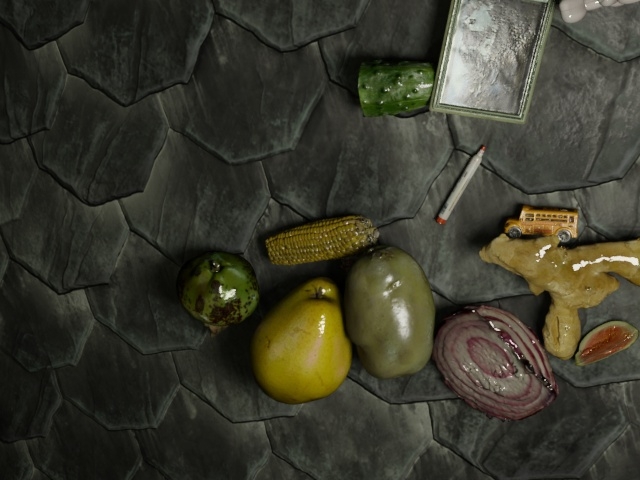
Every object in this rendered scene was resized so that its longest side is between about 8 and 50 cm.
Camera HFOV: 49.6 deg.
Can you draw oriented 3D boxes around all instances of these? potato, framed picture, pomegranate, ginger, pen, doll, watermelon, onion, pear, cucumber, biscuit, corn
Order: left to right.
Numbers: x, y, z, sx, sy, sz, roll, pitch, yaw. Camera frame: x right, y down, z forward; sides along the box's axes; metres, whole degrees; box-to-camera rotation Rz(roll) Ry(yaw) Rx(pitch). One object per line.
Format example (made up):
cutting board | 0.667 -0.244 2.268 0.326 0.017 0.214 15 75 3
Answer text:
pomegranate | -0.292 0.161 1.893 0.222 0.204 0.277 41 115 26
pear | -0.050 0.257 1.792 0.284 0.285 0.337 3 100 21
corn | 0.000 0.000 1.788 0.317 0.115 0.115 -10 102 24
biscuit | 0.090 0.053 1.817 0.092 0.016 0.082 -27 90 25
potato | 0.170 0.172 1.697 0.220 0.243 0.327 -10 90 14
cucumber | 0.207 -0.356 1.592 0.244 0.134 0.134 2 107 17
pen | 0.338 -0.132 1.659 0.026 0.026 0.218 31 114 10
onion | 0.417 0.287 1.703 0.314 0.146 0.280 44 140 4
framed picture | 0.377 -0.411 1.511 0.232 0.019 0.296 6 110 -6
ginger | 0.575 0.068 1.533 0.348 0.122 0.363 42 122 -17
doll | 0.565 -0.488 1.401 0.160 0.161 0.059 -17 103 7
watermelon | 0.664 0.232 1.619 0.163 0.087 0.069 -37 59 25

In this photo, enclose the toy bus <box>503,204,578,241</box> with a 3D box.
toy bus | 0.507 -0.042 1.594 0.162 0.069 0.074 5 107 19
